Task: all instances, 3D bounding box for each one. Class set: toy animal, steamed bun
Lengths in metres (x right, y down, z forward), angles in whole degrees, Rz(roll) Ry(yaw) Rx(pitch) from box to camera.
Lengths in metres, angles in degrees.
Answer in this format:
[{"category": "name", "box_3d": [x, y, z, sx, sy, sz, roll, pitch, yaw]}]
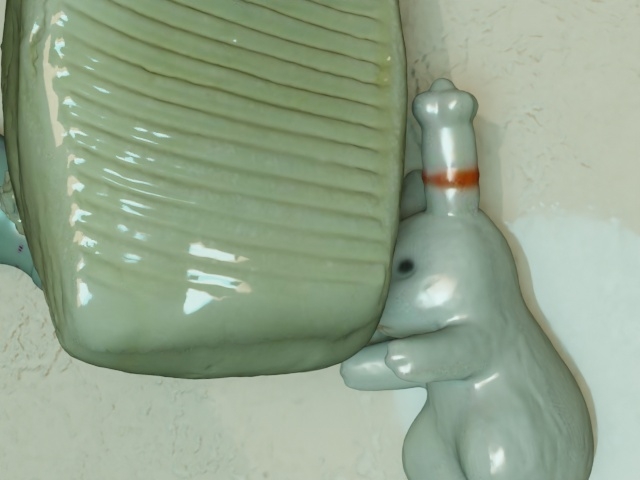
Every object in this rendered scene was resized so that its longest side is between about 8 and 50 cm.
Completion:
[{"category": "toy animal", "box_3d": [0.076, 0.051, 1.002, 0.138, 0.140, 0.283, -24, 91, -21]}, {"category": "steamed bun", "box_3d": [-0.082, -0.098, 0.988, 0.247, 0.236, 0.384, -1, 79, -18]}]

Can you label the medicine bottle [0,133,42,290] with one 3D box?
[{"category": "medicine bottle", "box_3d": [-0.246, -0.035, 1.096, 0.216, 0.090, 0.090, 32, 94, 10]}]
